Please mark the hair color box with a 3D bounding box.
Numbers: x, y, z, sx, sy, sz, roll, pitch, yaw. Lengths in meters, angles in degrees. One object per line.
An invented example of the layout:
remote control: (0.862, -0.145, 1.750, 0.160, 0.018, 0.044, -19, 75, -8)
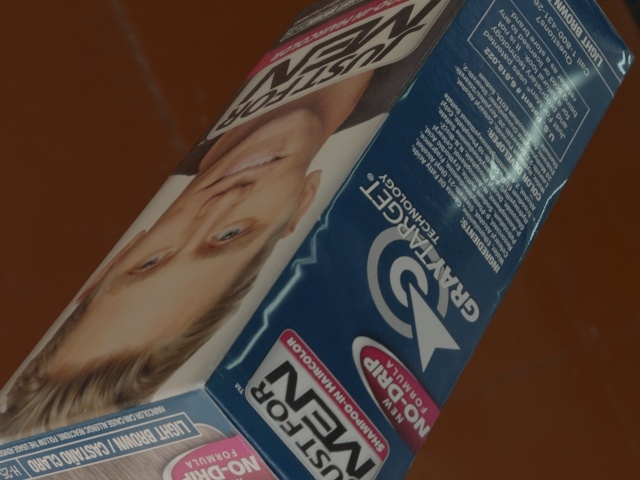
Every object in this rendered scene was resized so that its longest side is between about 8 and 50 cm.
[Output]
hair color box: (0.000, 0.000, 0.890, 0.105, 0.174, 0.347, 51, 47, -20)
